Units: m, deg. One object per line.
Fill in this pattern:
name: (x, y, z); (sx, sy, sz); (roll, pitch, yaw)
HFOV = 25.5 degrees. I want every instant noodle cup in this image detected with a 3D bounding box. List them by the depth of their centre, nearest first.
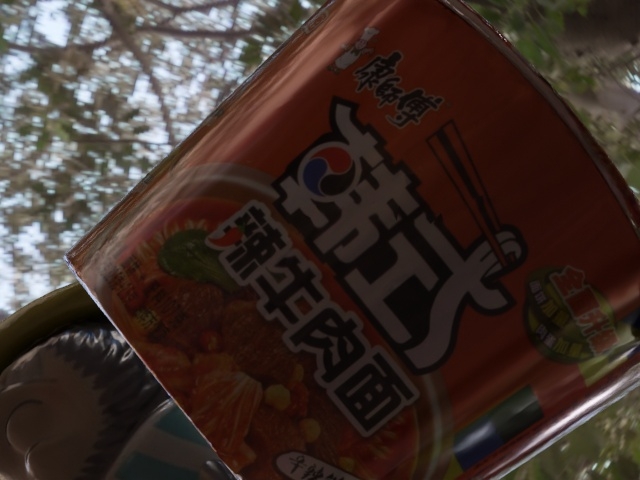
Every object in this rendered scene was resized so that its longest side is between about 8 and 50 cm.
instant noodle cup: (0.018, 0.026, 0.651); (0.192, 0.250, 0.250); (-39, -101, -8)

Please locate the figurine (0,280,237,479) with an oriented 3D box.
figurine: (-0.194, 0.255, 1.478); (0.266, 0.361, 0.378); (-34, -109, 6)
